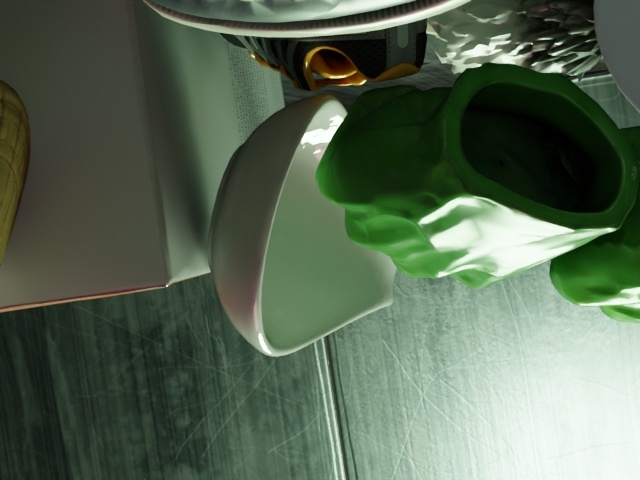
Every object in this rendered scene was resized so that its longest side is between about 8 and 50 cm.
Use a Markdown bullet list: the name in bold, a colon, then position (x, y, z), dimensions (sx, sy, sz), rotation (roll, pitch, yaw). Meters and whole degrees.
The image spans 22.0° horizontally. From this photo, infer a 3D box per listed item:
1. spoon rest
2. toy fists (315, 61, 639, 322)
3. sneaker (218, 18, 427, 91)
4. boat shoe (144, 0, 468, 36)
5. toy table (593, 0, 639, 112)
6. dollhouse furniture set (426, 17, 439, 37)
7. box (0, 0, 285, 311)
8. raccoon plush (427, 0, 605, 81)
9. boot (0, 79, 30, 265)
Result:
- **spoon rest**: position (0.000, 0.000, 0.913), dimensions (0.084, 0.137, 0.276), rotation (13, 176, 9)
- **toy fists**: position (0.134, -0.019, 0.825), dimensions (0.279, 0.096, 0.142), rotation (11, 159, -25)
- **sneaker**: position (-0.006, -0.115, 0.849), dimensions (0.084, 0.083, 0.215), rotation (-10, -177, -19)
- **boat shoe**: position (0.052, -0.104, 0.360), dimensions (0.254, 0.095, 0.079), rotation (-9, -177, 23)
- **toy table**: position (0.254, -0.079, 0.588), dimensions (0.274, 0.252, 0.161), rotation (6, 172, 30)
- **dollhouse furniture set**: position (0.113, -0.172, 1.199), dimensions (0.151, 0.059, 0.076), rotation (11, -172, -3)
- **box**: position (-0.153, -0.053, 0.968), dimensions (0.215, 0.168, 0.345), rotation (-8, -179, 11)
- **raccoon plush**: position (0.292, -0.106, 0.778), dimensions (0.446, 0.216, 0.299), rotation (-8, 174, -4)
- **boot**: position (-0.241, -0.041, 0.673), dimensions (0.203, 0.095, 0.262), rotation (11, 178, 7)
